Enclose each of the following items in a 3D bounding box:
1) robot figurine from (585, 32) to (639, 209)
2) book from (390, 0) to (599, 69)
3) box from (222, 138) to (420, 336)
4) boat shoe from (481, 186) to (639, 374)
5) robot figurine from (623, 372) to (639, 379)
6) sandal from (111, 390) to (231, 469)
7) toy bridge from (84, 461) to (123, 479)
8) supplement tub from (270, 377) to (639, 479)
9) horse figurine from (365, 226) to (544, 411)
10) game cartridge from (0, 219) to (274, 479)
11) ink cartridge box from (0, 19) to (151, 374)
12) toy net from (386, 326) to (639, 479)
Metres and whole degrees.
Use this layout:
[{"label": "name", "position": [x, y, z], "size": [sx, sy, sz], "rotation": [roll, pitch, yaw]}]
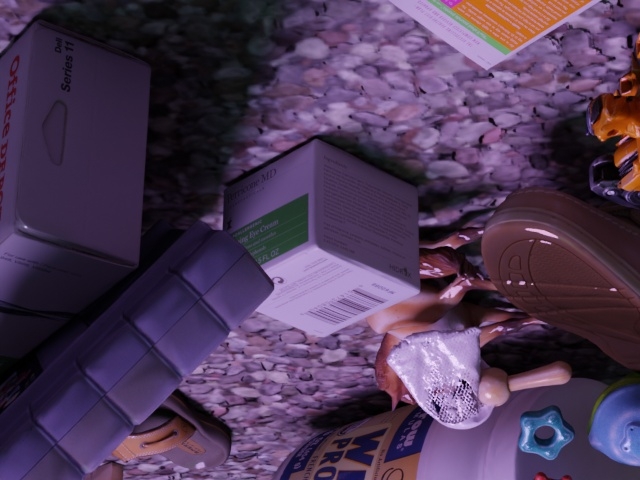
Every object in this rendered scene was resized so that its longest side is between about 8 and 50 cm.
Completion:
[{"label": "robot figurine", "position": [0.303, -0.080, 1.103], "size": [0.291, 0.085, 0.211], "rotation": [2, 152, -5]}, {"label": "book", "position": [0.113, -0.158, 1.017], "size": [0.096, 0.035, 0.144], "rotation": [27, 142, -34]}, {"label": "box", "position": [0.000, 0.000, 1.254], "size": [0.102, 0.087, 0.101], "rotation": [25, 143, -36]}, {"label": "boat shoe", "position": [0.213, 0.017, 1.276], "size": [0.109, 0.098, 0.302], "rotation": [0, 160, 40]}, {"label": "robot figurine", "position": [0.308, 0.119, 1.493], "size": [0.115, 0.067, 0.101], "rotation": [-19, 148, 32]}, {"label": "sandal", "position": [-0.155, 0.172, 1.608], "size": [0.090, 0.060, 0.219], "rotation": [-14, 149, 25]}, {"label": "toy bridge", "position": [-0.217, 0.235, 1.764], "size": [0.188, 0.026, 0.063], "rotation": [25, 145, -37]}, {"label": "supplement tub", "position": [0.121, 0.243, 1.534], "size": [0.228, 0.228, 0.316], "rotation": [22, 150, -34]}, {"label": "horse figurine", "position": [0.097, 0.049, 1.368], "size": [0.174, 0.066, 0.263], "rotation": [-10, 155, 16]}, {"label": "game cartridge", "position": [-0.151, 0.082, 1.148], "size": [0.068, 0.230, 0.355], "rotation": [50, 172, -7]}, {"label": "ink cartridge box", "position": [-0.195, -0.019, 1.153], "size": [0.087, 0.153, 0.208], "rotation": [18, 148, -29]}, {"label": "toy net", "position": [0.151, 0.132, 1.349], "size": [0.232, 0.045, 0.122], "rotation": [23, 110, -7]}]
